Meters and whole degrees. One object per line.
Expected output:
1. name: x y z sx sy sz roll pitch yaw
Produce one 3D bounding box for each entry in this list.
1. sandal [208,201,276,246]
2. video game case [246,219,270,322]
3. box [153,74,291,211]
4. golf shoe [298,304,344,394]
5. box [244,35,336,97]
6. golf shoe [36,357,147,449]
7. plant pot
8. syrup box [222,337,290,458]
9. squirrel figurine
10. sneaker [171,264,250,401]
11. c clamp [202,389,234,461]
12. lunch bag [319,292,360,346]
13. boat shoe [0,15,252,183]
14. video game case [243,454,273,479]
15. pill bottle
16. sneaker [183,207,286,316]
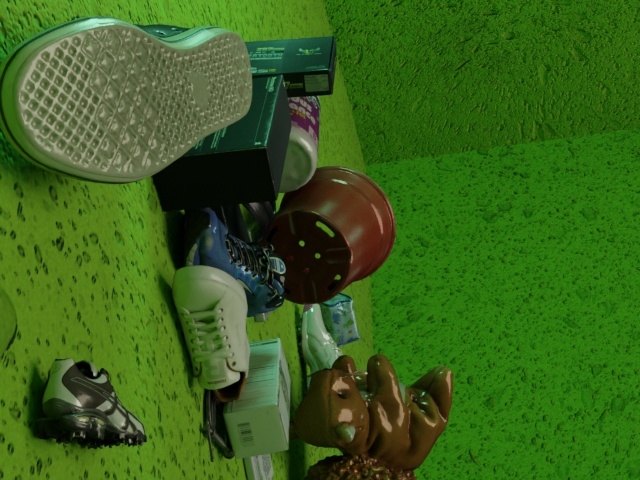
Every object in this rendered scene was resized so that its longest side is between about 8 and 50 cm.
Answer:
1. sandal: -0.150 -0.123 1.860 0.167 0.107 0.445 -71 153 -70
2. video game case: -0.123 0.053 2.166 0.212 0.023 0.193 -57 139 -77
3. box: -0.152 -0.160 1.637 0.261 0.184 0.103 -83 162 -57
4. golf shoe: 0.023 0.300 2.534 0.115 0.140 0.306 17 65 -79
5. box: -0.086 -0.345 2.045 0.183 0.233 0.059 -82 169 -58
6. golf shoe: -0.243 0.180 1.126 0.198 0.077 0.093 61 23 -70
7. plant pot: 0.000 0.000 2.155 0.265 0.272 0.272 -44 127 -68
8. syrup box: -0.108 0.271 1.784 0.237 0.096 0.093 -95 174 -68
9. squirrel figurine: 0.083 0.444 2.243 0.370 0.281 0.396 13 81 -58
10. sneaker: -0.158 0.153 1.586 0.290 0.106 0.123 74 10 -51
11. c clamp: -0.168 0.315 1.686 0.160 0.022 0.137 63 15 -63
12. lunch bag: 0.032 0.211 2.813 0.151 0.096 0.128 -156 -126 -66
13. boat shoe: -0.240 -0.175 1.219 0.500 0.156 0.186 -38 126 -66
14. video game case: -0.119 0.403 1.921 0.143 0.019 0.157 -66 147 -74
15. pill bottle: -0.085 -0.254 2.183 0.301 0.169 0.169 -88 167 -48
16. sneaker: -0.136 0.033 1.700 0.330 0.147 0.129 64 21 -62
